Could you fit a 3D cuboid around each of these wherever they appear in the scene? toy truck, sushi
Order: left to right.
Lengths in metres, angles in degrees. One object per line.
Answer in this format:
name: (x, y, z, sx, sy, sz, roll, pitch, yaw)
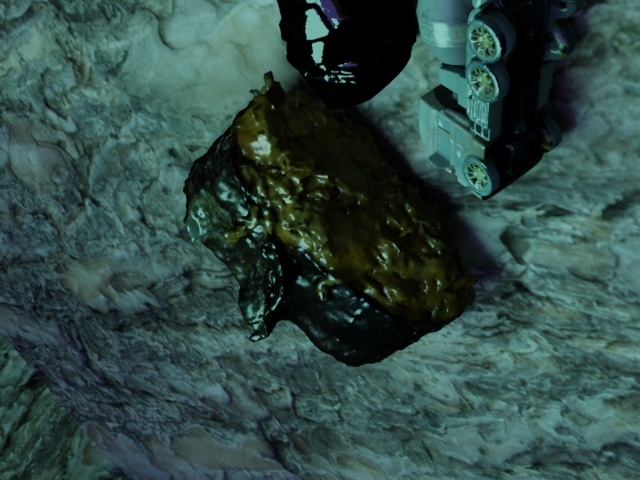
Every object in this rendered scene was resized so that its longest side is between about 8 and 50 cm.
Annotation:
sushi: (0.000, 0.000, 1.334, 0.348, 0.234, 0.207, 42, 149, -9)
toy truck: (0.147, -0.172, 1.078, 0.140, 0.108, 0.257, 38, 149, 32)

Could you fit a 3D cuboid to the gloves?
gloves: (0.007, -0.242, 1.145, 0.164, 0.124, 0.203, -23, 120, 37)
